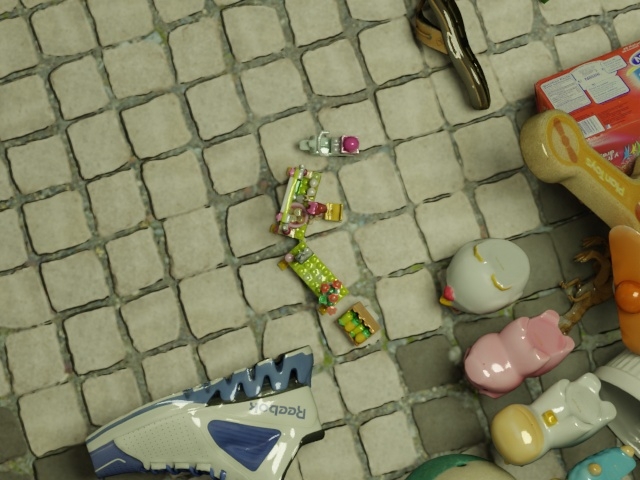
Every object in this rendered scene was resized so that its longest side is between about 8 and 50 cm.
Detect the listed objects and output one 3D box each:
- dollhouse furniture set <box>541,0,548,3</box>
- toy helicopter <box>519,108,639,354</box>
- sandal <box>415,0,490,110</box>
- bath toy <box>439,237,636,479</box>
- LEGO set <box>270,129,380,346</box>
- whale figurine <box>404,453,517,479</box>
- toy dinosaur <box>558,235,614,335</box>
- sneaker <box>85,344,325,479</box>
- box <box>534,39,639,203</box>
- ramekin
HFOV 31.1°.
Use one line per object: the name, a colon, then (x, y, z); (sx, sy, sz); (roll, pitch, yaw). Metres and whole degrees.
dollhouse furniture set: (0.277, -0.395, 1.539); (0.058, 0.076, 0.151); (-40, 89, -15)
toy helicopter: (0.359, -0.022, 1.360); (0.355, 0.140, 0.235); (35, 61, -24)
sandal: (0.163, -0.268, 1.533); (0.060, 0.090, 0.219); (-23, 93, 21)
bath toy: (0.244, 0.164, 1.435); (0.151, 0.129, 0.348); (-9, 64, -32)
LEGO set: (0.000, 0.000, 1.493); (0.132, 0.107, 0.286); (-7, 86, 0)
whale figurine: (0.169, 0.399, 1.466); (0.216, 0.141, 0.271); (-12, 110, -27)
toy dinosaur: (0.387, 0.048, 1.520); (0.212, 0.064, 0.112); (-29, 106, 7)
sneaker: (-0.130, 0.269, 1.467); (0.316, 0.127, 0.182); (-21, 84, -3)
box: (0.418, -0.170, 1.472); (0.257, 0.122, 0.128); (-22, 50, -1)
ramekin: (0.444, 0.210, 1.433); (0.109, 0.207, 0.207); (-42, 87, -11)
